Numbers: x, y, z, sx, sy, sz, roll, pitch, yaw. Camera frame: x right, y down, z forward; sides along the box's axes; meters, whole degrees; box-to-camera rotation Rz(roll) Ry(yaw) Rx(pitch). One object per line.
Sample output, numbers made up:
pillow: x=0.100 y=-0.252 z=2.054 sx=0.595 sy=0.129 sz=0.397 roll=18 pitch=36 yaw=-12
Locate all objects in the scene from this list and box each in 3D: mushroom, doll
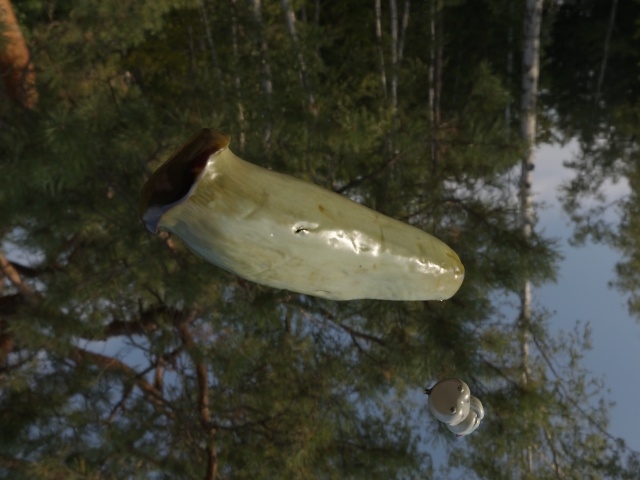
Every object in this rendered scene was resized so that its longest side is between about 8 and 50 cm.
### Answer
mushroom: x=-0.003 y=0.002 z=0.551 sx=0.333 sy=0.107 sz=0.087 roll=22 pitch=-144 yaw=-35
doll: x=0.339 y=0.417 z=1.494 sx=0.106 sy=0.181 sz=0.110 roll=3 pitch=-123 yaw=46
